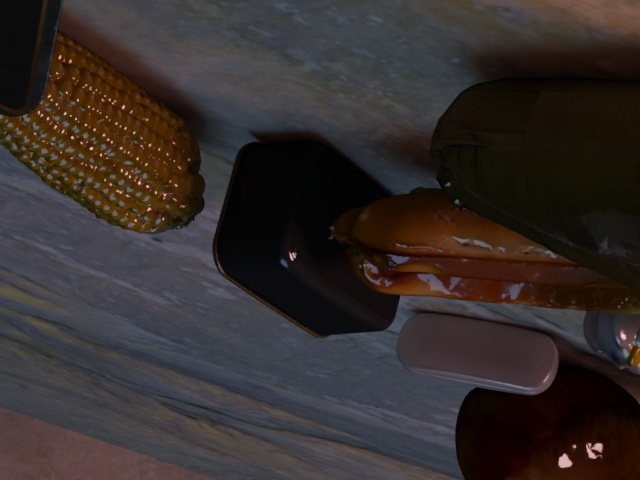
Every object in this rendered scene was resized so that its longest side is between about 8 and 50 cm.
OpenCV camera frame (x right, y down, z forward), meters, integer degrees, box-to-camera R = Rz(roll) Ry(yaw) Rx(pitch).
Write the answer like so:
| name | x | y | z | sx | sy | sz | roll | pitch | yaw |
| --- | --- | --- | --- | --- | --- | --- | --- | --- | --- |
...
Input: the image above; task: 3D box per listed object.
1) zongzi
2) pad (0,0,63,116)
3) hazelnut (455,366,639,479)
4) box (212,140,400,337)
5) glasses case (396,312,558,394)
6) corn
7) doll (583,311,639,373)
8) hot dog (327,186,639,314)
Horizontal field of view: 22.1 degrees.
| name | x | y | z | sx | sy | sz | roll | pitch | yaw |
| --- | --- | --- | --- | --- | --- | --- | --- | --- | --- |
| zongzi | 0.250 | 0.002 | 1.290 | 0.273 | 0.145 | 0.300 | 6 | 139 | 39 |
| pad | -0.333 | -0.256 | 1.059 | 0.375 | 0.063 | 0.315 | 26 | 128 | 9 |
| hazelnut | 0.273 | 0.242 | 1.964 | 0.251 | 0.217 | 0.217 | 2 | 173 | -36 |
| box | 0.000 | 0.000 | 1.594 | 0.090 | 0.145 | 0.201 | -3 | 152 | 38 |
| glasses case | 0.182 | 0.131 | 1.911 | 0.193 | 0.074 | 0.049 | 9 | 160 | 23 |
| corn | -0.226 | -0.112 | 1.512 | 0.130 | 0.130 | 0.347 | 1 | 152 | 41 |
| doll | 0.405 | 0.165 | 1.597 | 0.384 | 0.099 | 0.188 | 42 | 159 | -4 |
| hot dog | 0.175 | 0.000 | 1.482 | 0.337 | 0.100 | 0.135 | 5 | 162 | -1 |
